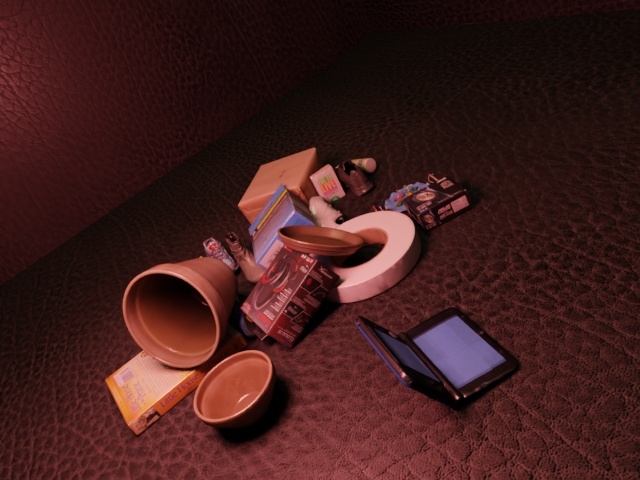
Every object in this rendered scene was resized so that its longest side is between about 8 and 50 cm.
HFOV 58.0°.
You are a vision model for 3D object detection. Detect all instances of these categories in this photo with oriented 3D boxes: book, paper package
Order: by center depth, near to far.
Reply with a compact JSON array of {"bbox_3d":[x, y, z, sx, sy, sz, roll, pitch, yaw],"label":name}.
[{"bbox_3d":[0.028,-0.220,2.326,0.096,0.144,0.035,-33,29,-7],"label":"book"},{"bbox_3d":[-0.146,-0.213,2.446,0.310,0.168,0.324,-13,33,26],"label":"paper package"}]

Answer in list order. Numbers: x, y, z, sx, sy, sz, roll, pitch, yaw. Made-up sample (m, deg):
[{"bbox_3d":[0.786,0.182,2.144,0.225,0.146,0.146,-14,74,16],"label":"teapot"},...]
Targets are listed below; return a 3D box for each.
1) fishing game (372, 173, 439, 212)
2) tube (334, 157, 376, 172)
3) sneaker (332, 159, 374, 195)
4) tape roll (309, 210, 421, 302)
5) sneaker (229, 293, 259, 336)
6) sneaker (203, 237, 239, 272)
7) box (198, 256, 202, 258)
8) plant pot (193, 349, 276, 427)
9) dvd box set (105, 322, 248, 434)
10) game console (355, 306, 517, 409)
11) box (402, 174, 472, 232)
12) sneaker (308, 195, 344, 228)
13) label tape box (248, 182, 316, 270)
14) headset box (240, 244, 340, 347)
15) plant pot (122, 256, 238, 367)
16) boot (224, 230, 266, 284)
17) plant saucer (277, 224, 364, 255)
[{"bbox_3d":[0.316,-0.163,2.096,0.264,0.041,0.189,-27,26,3],"label":"fishing game"},{"bbox_3d":[0.143,-0.320,2.485,0.240,0.070,0.062,8,90,54],"label":"tube"},{"bbox_3d":[0.110,-0.276,2.361,0.109,0.130,0.286,-41,30,-17],"label":"sneaker"},{"bbox_3d":[0.136,0.046,1.886,0.392,0.072,0.392,-22,29,13],"label":"tape roll"},{"bbox_3d":[-0.254,0.264,1.903,0.082,0.069,0.209,-54,33,14],"label":"sneaker"},{"bbox_3d":[-0.408,0.067,2.271,0.104,0.125,0.262,-36,30,-11],"label":"sneaker"},{"bbox_3d":[-0.496,0.137,2.322,0.109,0.042,0.178,-34,30,-8],"label":"box"},{"bbox_3d":[-0.212,0.419,1.557,0.238,0.109,0.237,-21,31,13],"label":"plant pot"},{"bbox_3d":[-0.471,0.396,1.870,0.420,0.062,0.308,-39,31,-18],"label":"dvd box set"},{"bbox_3d":[0.265,0.240,1.376,0.173,0.250,0.293,-56,29,7],"label":"game console"},{"bbox_3d":[0.388,-0.124,1.928,0.180,0.077,0.147,-28,28,2],"label":"box"},{"bbox_3d":[0.022,-0.078,2.179,0.130,0.111,0.297,-10,34,2],"label":"sneaker"},{"bbox_3d":[-0.149,-0.048,2.151,0.240,0.106,0.333,-52,22,12],"label":"label tape box"},{"bbox_3d":[-0.107,0.175,1.779,0.293,0.110,0.218,-55,33,-4],"label":"headset box"},{"bbox_3d":[-0.399,0.190,1.811,0.323,0.323,0.280,-15,14,23],"label":"plant pot"},{"bbox_3d":[-0.283,0.060,2.134,0.083,0.161,0.246,-37,30,-13],"label":"boot"},{"bbox_3d":[0.000,0.000,1.831,0.278,0.041,0.278,6,13,-1],"label":"plant saucer"}]
